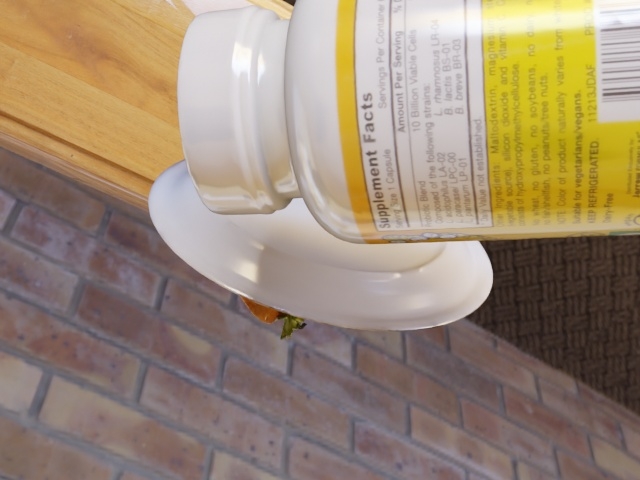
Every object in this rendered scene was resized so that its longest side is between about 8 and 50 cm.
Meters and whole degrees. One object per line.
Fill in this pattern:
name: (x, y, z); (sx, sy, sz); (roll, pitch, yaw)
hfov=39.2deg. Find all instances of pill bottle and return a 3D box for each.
pill bottle: (0.055, -0.057, 0.365); (0.208, 0.117, 0.117); (-2, 128, 12)

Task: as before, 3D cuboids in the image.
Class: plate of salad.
plate of salad: (0.000, 0.000, 0.516); (0.200, 0.200, 0.048); (11, 117, -7)

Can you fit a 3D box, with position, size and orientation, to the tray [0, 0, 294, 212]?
tray: (-0.207, -0.167, 0.721); (0.411, 0.203, 0.076); (24, 169, -14)
